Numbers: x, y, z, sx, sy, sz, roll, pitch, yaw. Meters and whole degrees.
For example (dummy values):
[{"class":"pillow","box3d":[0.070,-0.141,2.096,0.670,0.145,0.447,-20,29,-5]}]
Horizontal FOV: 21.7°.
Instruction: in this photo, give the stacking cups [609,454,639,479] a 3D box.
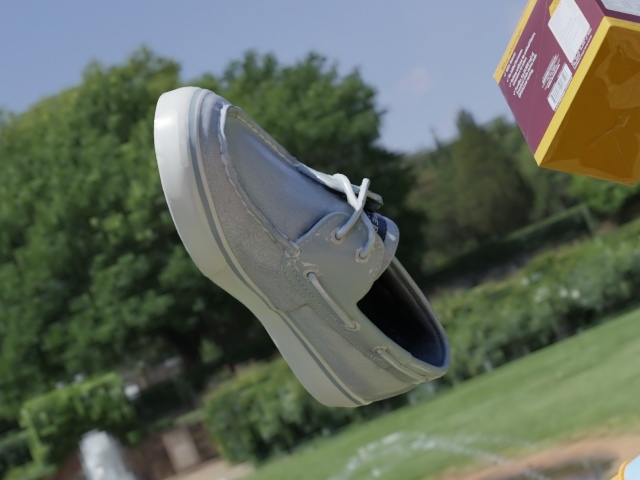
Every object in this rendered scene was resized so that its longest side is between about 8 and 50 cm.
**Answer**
[{"class":"stacking cups","box3d":[0.352,0.237,1.643,0.096,0.096,0.316,-18,-25,-49]}]

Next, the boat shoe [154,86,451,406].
[{"class":"boat shoe","box3d":[0.000,0.001,0.799,0.081,0.079,0.227,-13,-41,21]}]

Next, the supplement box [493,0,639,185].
[{"class":"supplement box","box3d":[0.314,-0.202,1.908,0.129,0.194,0.191,10,-56,-20]}]
